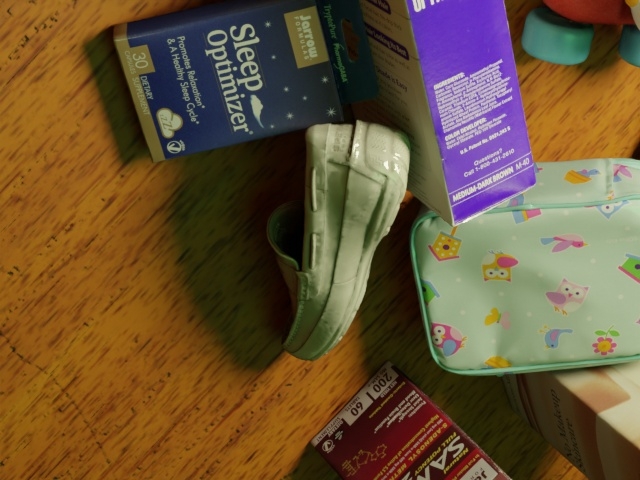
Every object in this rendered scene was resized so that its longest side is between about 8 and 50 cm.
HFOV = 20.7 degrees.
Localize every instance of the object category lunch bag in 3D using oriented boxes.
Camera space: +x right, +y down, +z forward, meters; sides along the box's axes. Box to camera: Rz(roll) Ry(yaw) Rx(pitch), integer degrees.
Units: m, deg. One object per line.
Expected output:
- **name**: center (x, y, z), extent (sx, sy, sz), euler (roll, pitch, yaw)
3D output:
- **lunch bag**: center (0.233, 0.033, 1.836), extent (0.279, 0.108, 0.224), euler (-5, 121, 13)

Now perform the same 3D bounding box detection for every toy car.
- **toy car**: center (0.326, -0.249, 1.706), extent (0.210, 0.238, 0.219), euler (3, 117, -14)

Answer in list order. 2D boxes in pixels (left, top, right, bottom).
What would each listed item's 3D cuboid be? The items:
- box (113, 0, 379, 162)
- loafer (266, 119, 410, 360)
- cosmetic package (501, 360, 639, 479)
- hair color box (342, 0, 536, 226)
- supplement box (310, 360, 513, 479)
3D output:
- **box**: center (-0.065, -0.158, 1.620), extent (0.225, 0.036, 0.136), euler (-13, 123, 3)
- **loafer**: center (0.000, 0.000, 1.723), extent (0.111, 0.112, 0.319), euler (14, 135, -5)
- **cosmetic package**: center (0.325, 0.178, 1.917), extent (0.129, 0.296, 0.153), euler (-29, 124, -13)
- **hair color box**: center (0.090, -0.204, 1.646), extent (0.110, 0.185, 0.339), euler (-28, 126, -15)
- **supplement box**: center (0.103, 0.244, 1.858), extent (0.130, 0.239, 0.073), euler (-47, 128, -1)
